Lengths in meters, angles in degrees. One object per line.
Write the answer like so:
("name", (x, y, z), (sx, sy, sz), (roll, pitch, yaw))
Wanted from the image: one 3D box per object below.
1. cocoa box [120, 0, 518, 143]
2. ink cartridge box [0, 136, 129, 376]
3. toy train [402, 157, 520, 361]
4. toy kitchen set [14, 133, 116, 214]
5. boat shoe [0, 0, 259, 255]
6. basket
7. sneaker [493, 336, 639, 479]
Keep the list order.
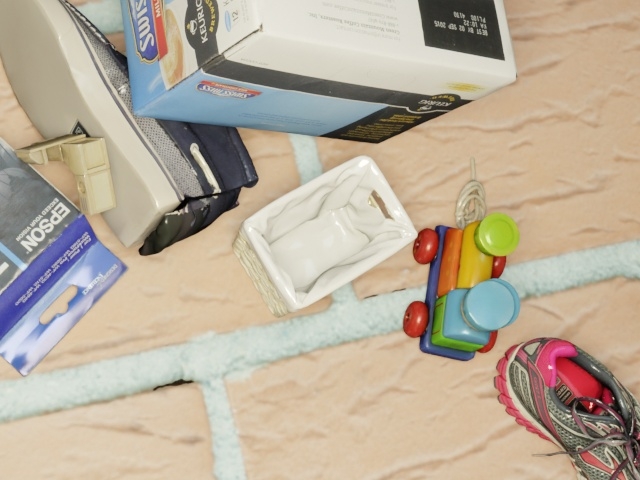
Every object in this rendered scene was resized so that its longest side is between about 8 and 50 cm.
("cocoa box", (-0.007, -0.251, 1.291), (0.347, 0.228, 0.231), (3, 73, -40))
("ink cartridge box", (-0.368, -0.031, 1.268), (0.332, 0.065, 0.165), (41, 73, -3))
("toy train", (0.174, 0.000, 1.376), (0.105, 0.143, 0.248), (13, 72, -12))
("toy kitchen set", (-0.264, -0.064, 1.257), (0.068, 0.083, 0.075), (-22, 110, -43))
("boat shoe", (-0.208, -0.146, 1.336), (0.158, 0.127, 0.340), (-22, 75, -43))
("basket", (0.000, 0.000, 1.348), (0.167, 0.103, 0.113), (-30, 85, -20))
("sneaker", (0.325, 0.225, 1.376), (0.299, 0.112, 0.121), (39, 69, -4))
